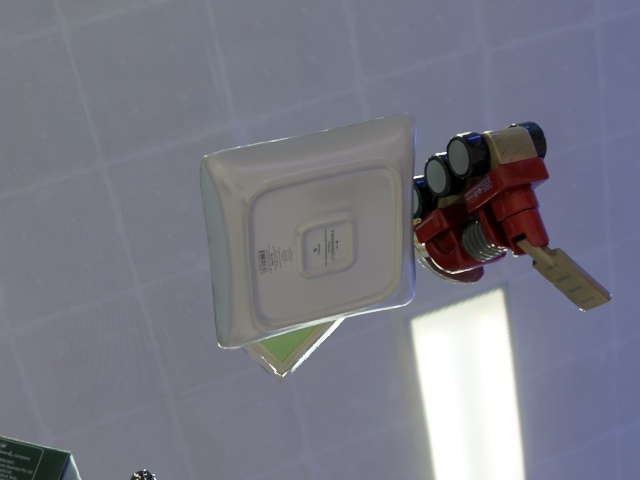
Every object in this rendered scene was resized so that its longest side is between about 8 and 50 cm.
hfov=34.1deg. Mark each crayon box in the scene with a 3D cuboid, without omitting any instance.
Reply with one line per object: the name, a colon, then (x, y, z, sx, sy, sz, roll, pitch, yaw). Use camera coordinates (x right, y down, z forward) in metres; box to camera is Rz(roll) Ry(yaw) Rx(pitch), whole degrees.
crayon box: (-0.452, 0.375, 1.529, 0.203, 0.083, 0.323, 13, -32, 3)

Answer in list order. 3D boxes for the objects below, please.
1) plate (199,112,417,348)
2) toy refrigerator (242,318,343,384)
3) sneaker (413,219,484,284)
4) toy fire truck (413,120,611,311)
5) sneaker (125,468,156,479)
plate: (0.000, 0.000, 1.275, 0.278, 0.045, 0.277, -13, -57, -18)
toy refrigerator: (0.000, 0.068, 1.482, 0.102, 0.094, 0.269, 43, -105, 9)
sneaker: (0.175, -0.007, 1.581, 0.069, 0.185, 0.084, -49, -10, -33)
toy fire truck: (0.241, -0.006, 1.348, 0.158, 0.217, 0.246, -12, -104, -26)
sneaker: (-0.241, 0.344, 1.402, 0.051, 0.089, 0.170, -9, -39, -14)
